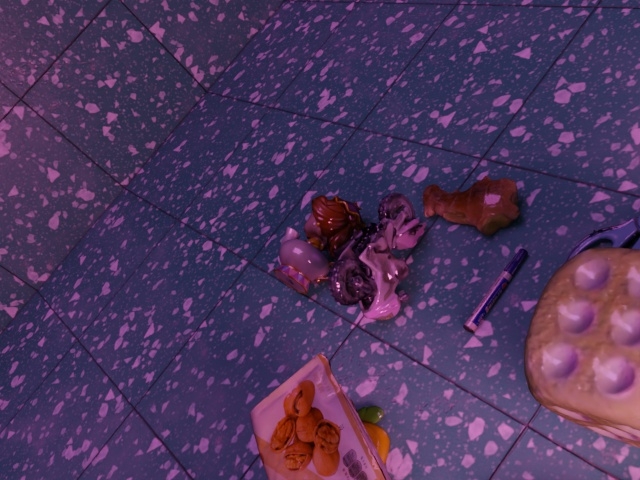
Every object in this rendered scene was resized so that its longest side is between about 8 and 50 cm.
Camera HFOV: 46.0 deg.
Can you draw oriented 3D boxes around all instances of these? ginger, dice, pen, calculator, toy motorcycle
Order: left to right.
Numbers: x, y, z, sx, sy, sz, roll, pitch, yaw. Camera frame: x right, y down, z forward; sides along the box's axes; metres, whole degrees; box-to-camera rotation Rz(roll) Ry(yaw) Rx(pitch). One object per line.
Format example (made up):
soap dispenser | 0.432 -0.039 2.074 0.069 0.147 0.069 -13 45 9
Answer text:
calculator | 0.062 0.429 1.469 0.146 0.032 0.235 -4 54 41
toy motorcycle | 0.141 0.047 1.676 0.143 0.188 0.327 -15 30 49
ginger | 0.325 -0.092 1.687 0.294 0.086 0.131 21 92 56
pen | 0.355 0.100 1.516 0.204 0.025 0.025 -52 37 -10
dice | 0.478 0.167 1.112 0.254 0.249 0.252 6 70 53

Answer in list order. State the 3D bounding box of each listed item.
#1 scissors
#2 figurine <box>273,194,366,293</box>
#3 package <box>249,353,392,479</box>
scissors | 0.610 -0.036 1.396 0.393 0.032 0.180 -49 36 -4
figurine | 0.000 0.000 1.863 0.189 0.142 0.263 30 74 20
package | 0.025 0.404 1.386 0.221 0.165 0.311 -43 43 13
